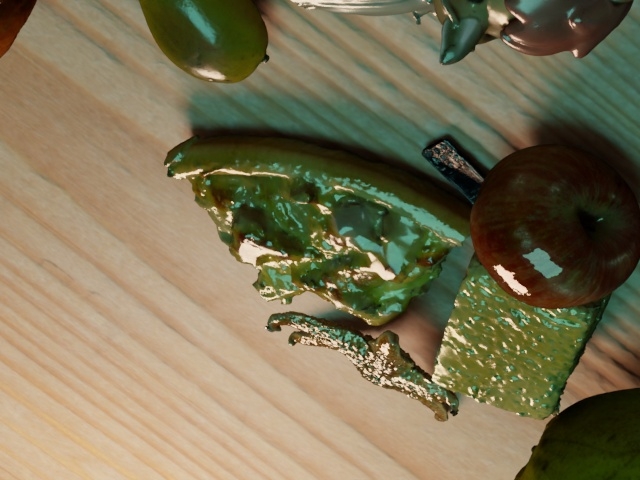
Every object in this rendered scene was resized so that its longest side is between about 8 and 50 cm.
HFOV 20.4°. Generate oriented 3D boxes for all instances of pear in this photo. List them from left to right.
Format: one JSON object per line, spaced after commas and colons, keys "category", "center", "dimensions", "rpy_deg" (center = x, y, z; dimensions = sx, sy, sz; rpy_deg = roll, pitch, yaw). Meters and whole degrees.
{"category": "pear", "center": [0.343, 0.263, 1.730], "dimensions": [0.307, 0.253, 0.253], "rpy_deg": [27, 146, 15]}

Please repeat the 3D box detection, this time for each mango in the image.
{"category": "mango", "center": [-0.112, -0.206, 1.562], "dimensions": [0.103, 0.076, 0.161], "rpy_deg": [-12, 122, 50]}

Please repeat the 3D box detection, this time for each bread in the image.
{"category": "bread", "center": [0.194, 0.076, 1.702], "dimensions": [0.138, 0.102, 0.196], "rpy_deg": [19, 142, 7]}

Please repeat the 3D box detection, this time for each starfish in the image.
{"category": "starfish", "center": [0.054, 0.125, 1.871], "dimensions": [0.231, 0.048, 0.295], "rpy_deg": [21, 169, 24]}

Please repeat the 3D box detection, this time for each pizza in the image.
{"category": "pizza", "center": [0.000, 0.000, 1.748], "dimensions": [0.323, 0.089, 0.223], "rpy_deg": [15, 141, 18]}

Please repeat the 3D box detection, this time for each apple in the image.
{"category": "apple", "center": [0.201, -0.012, 1.553], "dimensions": [0.146, 0.146, 0.131], "rpy_deg": [43, 151, -23]}

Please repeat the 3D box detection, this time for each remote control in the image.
{"category": "remote control", "center": [0.136, -0.059, 1.640], "dimensions": [0.096, 0.014, 0.039], "rpy_deg": [42, 143, -19]}

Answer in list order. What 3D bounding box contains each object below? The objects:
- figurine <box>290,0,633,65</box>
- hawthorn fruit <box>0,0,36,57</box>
{"category": "figurine", "center": [0.124, -0.203, 1.332], "dimensions": [0.387, 0.166, 0.207], "rpy_deg": [13, 160, 24]}
{"category": "hawthorn fruit", "center": [-0.335, -0.235, 1.610], "dimensions": [0.173, 0.173, 0.179], "rpy_deg": [12, 169, 20]}
